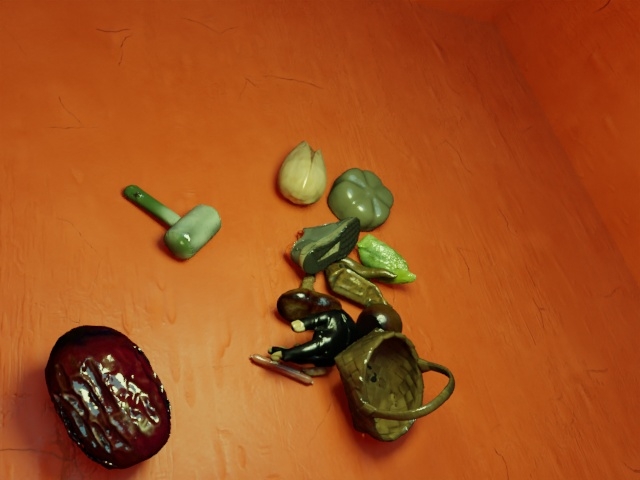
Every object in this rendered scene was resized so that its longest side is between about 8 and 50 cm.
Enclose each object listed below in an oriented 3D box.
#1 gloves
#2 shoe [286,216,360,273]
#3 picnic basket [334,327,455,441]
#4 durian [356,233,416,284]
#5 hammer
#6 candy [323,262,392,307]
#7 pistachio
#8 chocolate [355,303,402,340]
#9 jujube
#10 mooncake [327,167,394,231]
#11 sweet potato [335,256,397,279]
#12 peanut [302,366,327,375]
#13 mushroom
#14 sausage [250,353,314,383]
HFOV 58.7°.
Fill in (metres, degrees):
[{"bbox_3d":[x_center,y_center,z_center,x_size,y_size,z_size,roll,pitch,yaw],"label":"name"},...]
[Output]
[{"bbox_3d":[-0.021,0.315,1.787,0.301,0.197,0.152,-14,29,-17],"label":"gloves"},{"bbox_3d":[0.000,0.000,2.066,0.171,0.132,0.336,21,38,35],"label":"shoe"},{"bbox_3d":[0.242,0.443,1.709,0.293,0.337,0.337,-28,74,-38],"label":"picnic basket"},{"bbox_3d":[0.236,0.086,2.126,0.250,0.139,0.101,47,55,9],"label":"durian"},{"bbox_3d":[-0.506,-0.091,1.878,0.335,0.119,0.206,34,47,5],"label":"hammer"},{"bbox_3d":[0.138,0.172,2.029,0.271,0.101,0.143,29,7,-11],"label":"candy"},{"bbox_3d":[-0.063,-0.257,2.173,0.187,0.187,0.299,21,46,-14],"label":"pistachio"},{"bbox_3d":[0.205,0.294,1.954,0.176,0.177,0.177,14,53,-19],"label":"chocolate"},{"bbox_3d":[-0.536,0.392,1.443,0.258,0.258,0.377,-23,77,-38],"label":"jujube"},{"bbox_3d":[0.167,-0.166,2.270,0.275,0.135,0.275,16,54,-23],"label":"mooncake"},{"bbox_3d":[0.160,0.113,2.092,0.249,0.069,0.059,17,24,17],"label":"sweet potato"},{"bbox_3d":[-0.020,0.417,1.824,0.083,0.037,0.037,11,54,-22],"label":"peanut"},{"bbox_3d":[-0.051,0.182,1.933,0.227,0.148,0.217,21,32,-27],"label":"mushroom"},{"bbox_3d":[-0.119,0.403,1.784,0.223,0.029,0.029,25,50,-10],"label":"sausage"}]
